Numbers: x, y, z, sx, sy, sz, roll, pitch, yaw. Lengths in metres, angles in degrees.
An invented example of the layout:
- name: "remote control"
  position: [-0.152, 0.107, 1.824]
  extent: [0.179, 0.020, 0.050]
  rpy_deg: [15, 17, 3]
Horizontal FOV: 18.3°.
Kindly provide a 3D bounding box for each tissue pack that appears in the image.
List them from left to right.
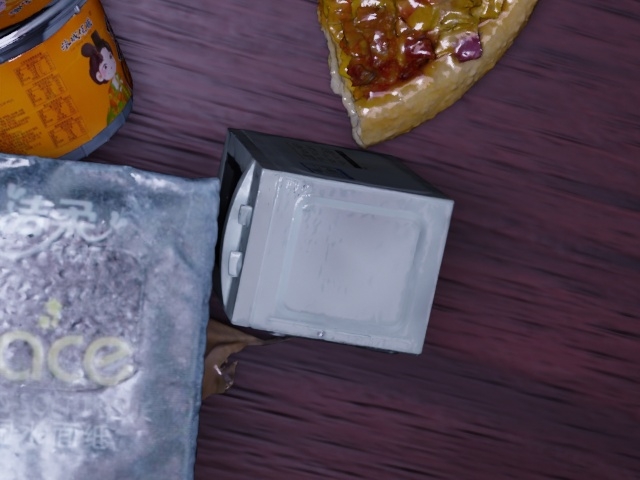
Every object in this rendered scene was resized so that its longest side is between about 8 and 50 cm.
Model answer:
- name: "tissue pack"
  position: [-0.198, 0.100, 1.371]
  extent: [0.228, 0.103, 0.316]
  rpy_deg: [5, 87, -16]

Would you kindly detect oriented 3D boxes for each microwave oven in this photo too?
- name: "microwave oven"
  position: [0.000, 0.000, 1.474]
  extent: [0.162, 0.208, 0.122]
  rpy_deg: [10, 99, -12]

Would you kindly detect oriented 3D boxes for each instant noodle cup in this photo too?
- name: "instant noodle cup"
  position: [-0.213, -0.123, 1.442]
  extent: [0.208, 0.177, 0.125]
  rpy_deg: [-35, 119, -15]

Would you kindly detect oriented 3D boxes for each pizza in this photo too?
- name: "pizza"
  position: [0.066, -0.222, 1.506]
  extent: [0.228, 0.081, 0.289]
  rpy_deg: [36, 95, -14]

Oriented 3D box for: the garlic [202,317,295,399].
- name: "garlic"
  position: [-0.196, 0.127, 1.525]
  extent: [0.338, 0.151, 0.196]
  rpy_deg: [-44, 132, -6]
